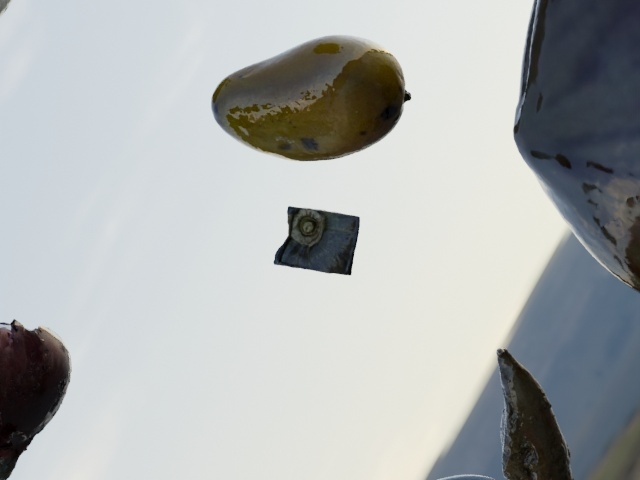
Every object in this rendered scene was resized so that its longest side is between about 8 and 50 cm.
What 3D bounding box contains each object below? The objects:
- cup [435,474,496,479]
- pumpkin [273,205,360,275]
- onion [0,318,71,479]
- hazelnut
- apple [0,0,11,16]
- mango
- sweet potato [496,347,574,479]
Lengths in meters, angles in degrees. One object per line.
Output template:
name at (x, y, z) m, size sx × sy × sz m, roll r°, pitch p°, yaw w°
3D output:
cup at (0.139, 0.279, 1.686) m, size 0.134 × 0.142 × 0.173 m, roll 136°, pitch 129°, yaw -65°
pumpkin at (0.001, 0.001, 2.173) m, size 0.035 × 0.101 × 0.073 m, roll 9°, pitch -87°, yaw -61°
onion at (-0.302, 0.138, 1.683) m, size 0.184 × 0.184 × 0.147 m, roll 93°, pitch 165°, yaw -68°
hazelnut at (0.344, -0.132, 1.602) m, size 0.359 × 0.409 × 0.359 m, roll -25°, pitch -6°, yaw -3°
apple at (-0.428, -0.329, 2.097) m, size 0.346 × 0.179 × 0.254 m, roll -44°, pitch -57°, yaw -49°
mango at (-0.006, -0.120, 1.727) m, size 0.115 × 0.178 × 0.090 m, roll 48°, pitch -145°, yaw -36°
sweet potato at (0.195, 0.187, 1.809) m, size 0.068 × 0.060 × 0.206 m, roll -21°, pitch -66°, yaw -12°
